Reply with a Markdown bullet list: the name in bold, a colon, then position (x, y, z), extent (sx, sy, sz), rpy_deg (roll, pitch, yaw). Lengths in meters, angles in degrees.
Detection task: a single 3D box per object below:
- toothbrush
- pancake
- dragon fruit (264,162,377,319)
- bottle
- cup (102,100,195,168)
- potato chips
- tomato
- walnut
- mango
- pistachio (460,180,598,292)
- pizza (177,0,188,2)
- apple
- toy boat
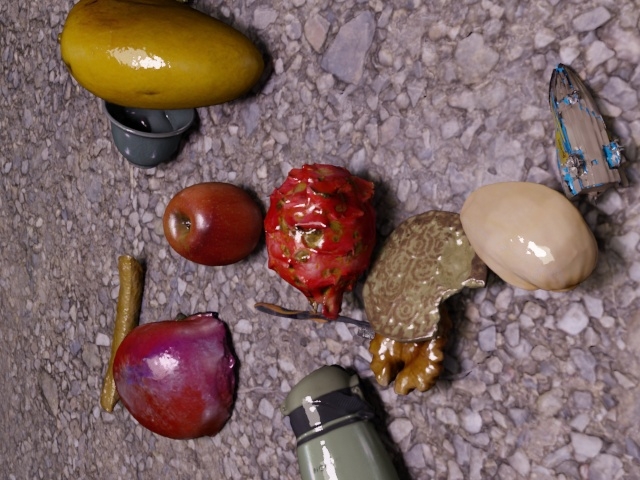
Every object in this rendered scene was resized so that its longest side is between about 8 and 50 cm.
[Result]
- **toothbrush**: position (-0.014, 0.147, 1.267), extent (0.321, 0.023, 0.031), rpy_deg (9, 94, 40)
- **pancake**: position (0.161, 0.054, 1.060), extent (0.235, 0.029, 0.212), rpy_deg (-44, 45, 12)
- **dragon fruit**: position (0.000, 0.000, 1.138), extent (0.210, 0.205, 0.268), rpy_deg (1, 101, 38)
- **bottle**: position (0.043, 0.387, 1.138), extent (0.168, 0.169, 0.346), rpy_deg (-36, 64, 36)
- **cup**: position (-0.394, -0.242, 1.502), extent (0.199, 0.199, 0.150), rpy_deg (51, 139, 28)
- **potato chips**: position (-0.491, 0.226, 1.653), extent (0.057, 0.080, 0.406), rpy_deg (14, 100, 23)
- **tomato**: position (-0.338, 0.311, 1.459), extent (0.335, 0.176, 0.289), rpy_deg (-12, 86, 39)
- **walnut**: position (0.153, 0.169, 1.090), extent (0.143, 0.069, 0.170), rpy_deg (25, 99, 39)
- **mango**: position (-0.321, -0.380, 1.363), extent (0.445, 0.301, 0.220), rpy_deg (16, 121, 14)
- **pistachio**: position (0.296, -0.010, 0.930), extent (0.200, 0.117, 0.145), rpy_deg (45, 121, 36)
- **pizza**: position (-0.355, -0.576, 1.512), extent (0.288, 0.075, 0.279), rpy_deg (19, 108, 37)
- **apple**: position (-0.215, -0.033, 1.343), extent (0.181, 0.168, 0.180), rpy_deg (0, 90, 35)
- **toy boat**: position (0.357, -0.154, 0.912), extent (0.085, 0.066, 0.210), rpy_deg (-12, 72, 8)
